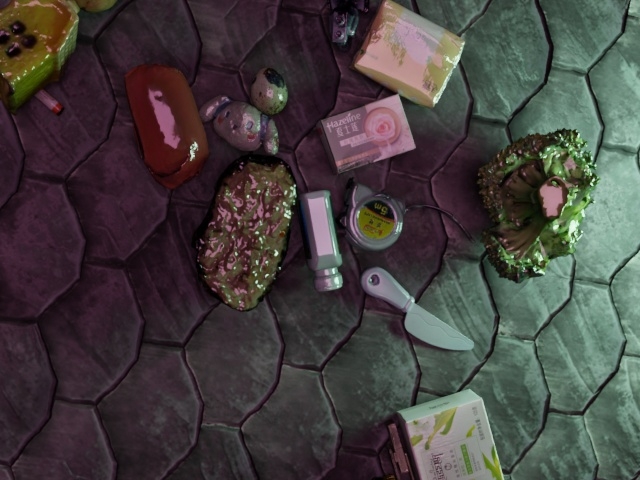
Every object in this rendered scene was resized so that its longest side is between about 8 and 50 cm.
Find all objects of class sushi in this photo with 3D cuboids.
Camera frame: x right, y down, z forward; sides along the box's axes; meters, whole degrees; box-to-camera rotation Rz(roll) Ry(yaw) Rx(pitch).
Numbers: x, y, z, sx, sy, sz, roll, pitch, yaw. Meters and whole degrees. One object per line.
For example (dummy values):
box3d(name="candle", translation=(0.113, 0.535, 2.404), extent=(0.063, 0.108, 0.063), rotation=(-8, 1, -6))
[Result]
box3d(name="sushi", translation=(-0.168, -0.025, 1.757), extent=(0.211, 0.171, 0.349), rotation=(18, 91, -9))

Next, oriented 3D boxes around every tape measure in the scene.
box3d(name="tape measure", translation=(0.195, -0.024, 1.852), extent=(0.331, 0.084, 0.163), rotation=(22, 90, -14))

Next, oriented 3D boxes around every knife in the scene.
box3d(name="knife", translation=(0.227, 0.181, 1.883), extent=(0.331, 0.044, 0.080), rotation=(39, 86, -10))

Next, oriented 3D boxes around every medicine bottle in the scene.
box3d(name="medicine bottle", translation=(0.000, 0.000, 1.802), extent=(0.083, 0.121, 0.228), rotation=(-10, 94, -7))

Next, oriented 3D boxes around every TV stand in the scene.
box3d(name="TV stand", translation=(0.198, 0.554, 1.892), extent=(0.042, 0.036, 0.249), rotation=(-17, 94, -4))

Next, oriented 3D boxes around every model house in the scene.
box3d(name="model house", translation=(-0.606, -0.406, 1.663), extent=(0.234, 0.193, 0.174), rotation=(-36, 93, -20))

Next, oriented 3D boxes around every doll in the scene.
box3d(name="doll", translation=(-0.181, -0.262, 1.784), extent=(0.214, 0.071, 0.103), rotation=(30, 97, 13))

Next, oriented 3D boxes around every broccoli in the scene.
box3d(name="broccoli", translation=(0.470, -0.093, 1.788), extent=(0.249, 0.302, 0.375), rotation=(29, 94, 31))

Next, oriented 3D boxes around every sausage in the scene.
box3d(name="sausage", translation=(-0.340, -0.254, 1.738), extent=(0.152, 0.152, 0.279), rotation=(-16, 95, -6))

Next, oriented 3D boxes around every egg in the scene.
box3d(name="egg", translation=(-0.117, -0.340, 1.792), extent=(0.085, 0.085, 0.110), rotation=(1, 88, -7))

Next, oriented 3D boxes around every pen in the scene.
box3d(name="pen", translation=(-0.670, -0.367, 1.753), extent=(0.239, 0.028, 0.028), rotation=(42, 87, -7))

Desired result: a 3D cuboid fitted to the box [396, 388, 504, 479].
box3d(name="box", translation=(0.312, 0.509, 1.869), extent=(0.195, 0.111, 0.260), rotation=(-17, 96, -6))

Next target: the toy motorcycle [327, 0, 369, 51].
box3d(name="toy motorcycle", translation=(0.056, -0.569, 1.770), extent=(0.106, 0.159, 0.270), rotation=(5, 90, 14))

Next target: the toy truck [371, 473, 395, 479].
box3d(name="toy truck", translation=(0.160, 0.608, 1.884), extent=(0.054, 0.049, 0.083), rotation=(-14, 93, -7))

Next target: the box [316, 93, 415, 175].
box3d(name="box", translation=(0.105, -0.244, 1.827), extent=(0.199, 0.081, 0.135), rotation=(-20, 95, -8))

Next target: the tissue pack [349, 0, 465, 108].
box3d(name="tissue pack", translation=(0.201, -0.431, 1.823), extent=(0.222, 0.090, 0.186), rotation=(27, 91, -7))

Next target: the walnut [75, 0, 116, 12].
box3d(name="walnut", translation=(-0.501, -0.577, 1.711), extent=(0.167, 0.149, 0.166), rotation=(3, 85, -38))
